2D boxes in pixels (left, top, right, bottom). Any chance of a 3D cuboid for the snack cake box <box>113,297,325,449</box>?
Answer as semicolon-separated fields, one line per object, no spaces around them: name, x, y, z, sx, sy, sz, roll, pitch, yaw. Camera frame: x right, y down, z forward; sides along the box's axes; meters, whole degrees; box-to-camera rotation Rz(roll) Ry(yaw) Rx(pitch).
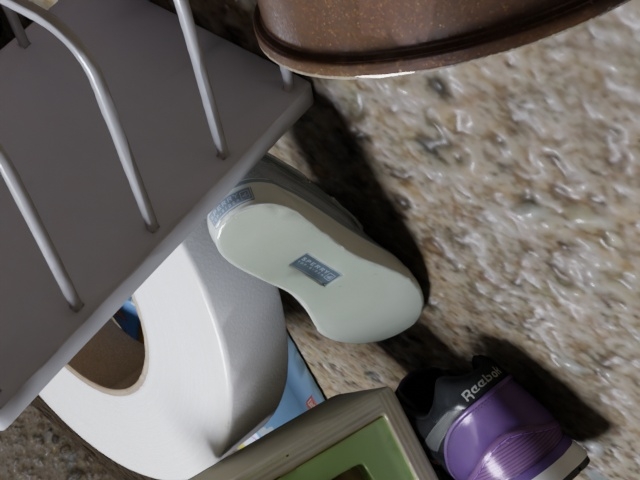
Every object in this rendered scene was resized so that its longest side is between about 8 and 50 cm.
snack cake box;-0.104;0.112;1.124;0.152;0.089;0.264;23;152;38

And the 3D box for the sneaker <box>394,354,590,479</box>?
sneaker;0.106;0.159;0.905;0.124;0.107;0.283;54;155;6

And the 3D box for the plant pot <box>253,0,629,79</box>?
plant pot;0.028;-0.162;0.332;0.167;0.167;0.165;15;139;45

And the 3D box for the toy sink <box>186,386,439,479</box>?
toy sink;-0.027;0.232;0.839;0.152;0.234;0.131;64;157;1

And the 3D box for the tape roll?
tape roll;-0.192;0.026;0.960;0.392;0.072;0.392;27;134;32

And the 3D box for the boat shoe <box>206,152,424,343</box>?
boat shoe;-0.001;0.000;0.772;0.227;0.079;0.081;38;-153;-49

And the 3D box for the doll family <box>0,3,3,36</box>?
doll family;-0.317;-0.184;0.911;0.111;0.076;0.193;5;-171;-36

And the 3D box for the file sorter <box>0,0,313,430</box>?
file sorter;-0.170;-0.083;0.618;0.193;0.277;0.173;29;154;24
